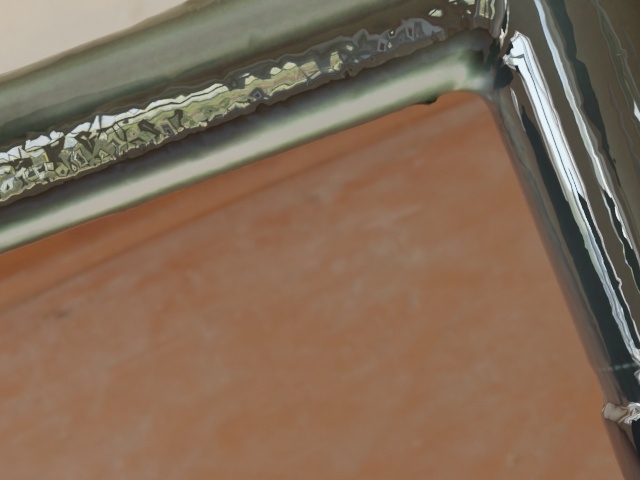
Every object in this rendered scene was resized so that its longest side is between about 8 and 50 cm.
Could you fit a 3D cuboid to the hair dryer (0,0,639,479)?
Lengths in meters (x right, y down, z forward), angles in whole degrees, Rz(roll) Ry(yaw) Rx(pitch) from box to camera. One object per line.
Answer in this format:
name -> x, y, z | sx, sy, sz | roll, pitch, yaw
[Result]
hair dryer -> 0.007, 0.014, 0.521 | 0.284, 0.320, 0.156 | -30, -1, 10
